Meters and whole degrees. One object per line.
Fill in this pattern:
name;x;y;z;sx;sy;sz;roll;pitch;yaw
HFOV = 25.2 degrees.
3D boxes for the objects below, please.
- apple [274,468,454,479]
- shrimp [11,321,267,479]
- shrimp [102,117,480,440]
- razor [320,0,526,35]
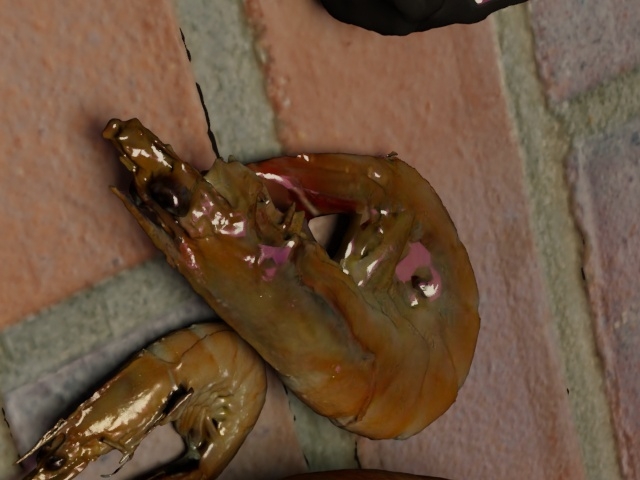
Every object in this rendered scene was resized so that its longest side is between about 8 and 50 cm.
apple;0.019;0.268;0.744;0.309;0.277;0.250;23;117;-16
shrimp;-0.094;0.106;0.769;0.162;0.045;0.095;-33;138;-28
shrimp;0.000;0.000;0.780;0.287;0.063;0.152;44;67;-35
razor;0.050;-0.272;0.724;0.189;0.107;0.327;-27;116;-26
